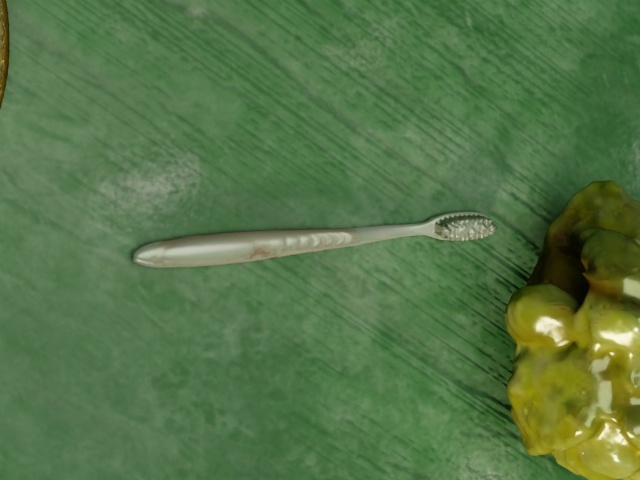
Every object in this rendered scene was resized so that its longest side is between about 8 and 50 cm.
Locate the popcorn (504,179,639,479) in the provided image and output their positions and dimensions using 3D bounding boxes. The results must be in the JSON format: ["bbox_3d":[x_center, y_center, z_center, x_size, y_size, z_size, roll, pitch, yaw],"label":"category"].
[{"bbox_3d":[0.262,0.086,1.331,0.256,0.195,0.255,-44,113,-11],"label":"popcorn"}]

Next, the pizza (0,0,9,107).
[{"bbox_3d":[-0.323,-0.142,1.195,0.193,0.053,0.201,15,99,-19],"label":"pizza"}]

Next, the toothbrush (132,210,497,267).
[{"bbox_3d":[0.000,0.000,1.319,0.307,0.029,0.025,-5,101,-17],"label":"toothbrush"}]
